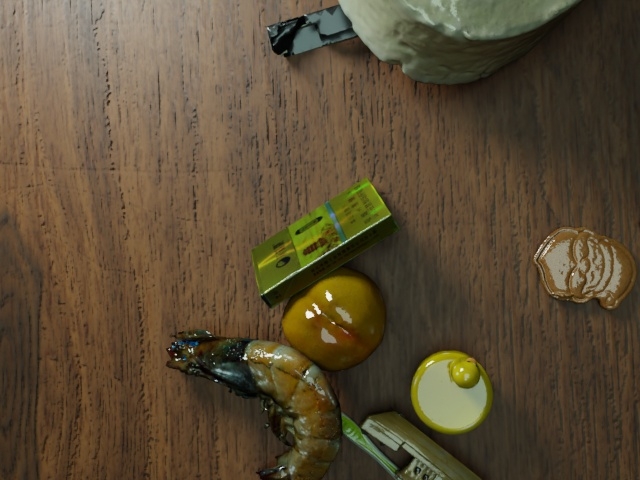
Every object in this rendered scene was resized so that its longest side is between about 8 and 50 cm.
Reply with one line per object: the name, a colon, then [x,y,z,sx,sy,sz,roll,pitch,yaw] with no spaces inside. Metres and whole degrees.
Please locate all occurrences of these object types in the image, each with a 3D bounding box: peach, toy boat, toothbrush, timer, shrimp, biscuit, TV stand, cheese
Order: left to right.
shrimp: [-0.094,0.224,0.892,0.290,0.054,0.223,13,118,30]
peach: [0.021,0.103,0.863,0.138,0.138,0.138,0,88,8]
toothbrush: [0.047,0.262,0.905,0.263,0.026,0.022,42,78,7]
TV stand: [0.052,-0.306,0.913,0.249,0.042,0.036,-15,84,7]
toy boat: [0.138,0.298,0.869,0.206,0.064,0.072,38,82,5]
timer: [0.168,0.193,0.849,0.107,0.109,0.107,0,89,8]
cheese: [0.188,-0.366,0.808,0.332,0.153,0.292,-25,85,-12]
biscuit: [0.346,0.036,0.874,0.130,0.019,0.102,18,90,9]

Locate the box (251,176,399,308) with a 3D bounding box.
box: [0.000,0.000,0.876,0.193,0.121,0.030,-32,120,5]
